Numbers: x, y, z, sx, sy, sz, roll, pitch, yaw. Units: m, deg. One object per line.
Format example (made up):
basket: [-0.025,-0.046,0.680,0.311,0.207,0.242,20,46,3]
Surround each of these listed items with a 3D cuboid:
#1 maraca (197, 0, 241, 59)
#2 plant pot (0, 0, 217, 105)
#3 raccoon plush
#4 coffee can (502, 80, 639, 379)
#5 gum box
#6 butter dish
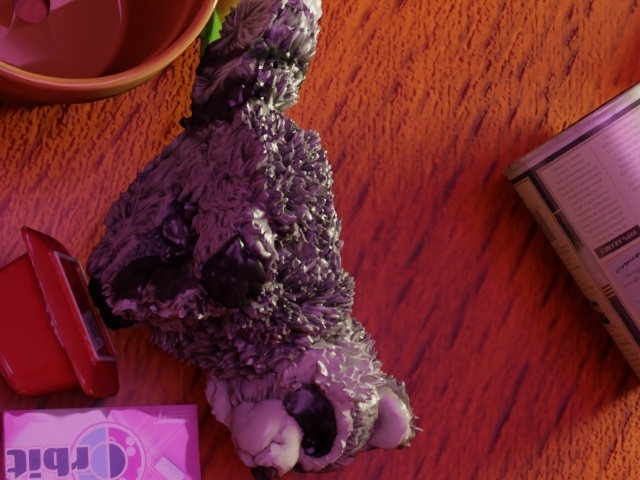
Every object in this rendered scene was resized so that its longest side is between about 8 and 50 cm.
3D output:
maraca: [-0.100,-0.261,1.529,0.099,0.127,0.185,4,61,9]
plant pot: [-0.251,-0.247,1.434,0.291,0.203,0.291,4,77,-19]
raccoon plush: [0.000,0.000,1.435,0.299,0.216,0.446,41,67,-34]
coffee can: [0.340,-0.010,1.581,0.201,0.201,0.275,-33,89,-23]
gum box: [-0.205,0.206,1.418,0.188,0.062,0.107,0,77,-19]
butter dish: [-0.259,0.082,1.399,0.118,0.160,0.160,-23,85,0]
